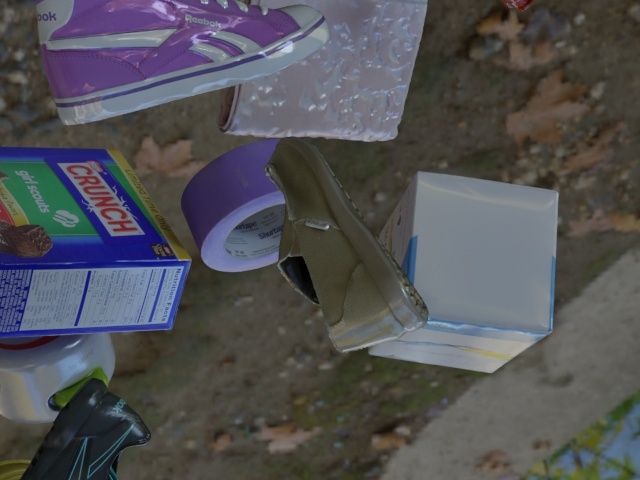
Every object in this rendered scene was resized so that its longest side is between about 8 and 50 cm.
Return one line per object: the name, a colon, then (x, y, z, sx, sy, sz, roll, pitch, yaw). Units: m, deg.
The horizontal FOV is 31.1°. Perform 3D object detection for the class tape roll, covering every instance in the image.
tape roll: (-0.080, -0.043, 1.485, 0.189, 0.080, 0.189, -21, 155, -10)

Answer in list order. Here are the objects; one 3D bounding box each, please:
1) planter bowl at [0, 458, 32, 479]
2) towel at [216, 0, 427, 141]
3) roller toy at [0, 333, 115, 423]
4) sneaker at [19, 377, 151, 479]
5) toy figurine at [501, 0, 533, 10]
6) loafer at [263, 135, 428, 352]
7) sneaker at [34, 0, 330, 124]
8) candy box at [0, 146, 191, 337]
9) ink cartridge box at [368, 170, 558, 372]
planter bowl: (-0.422, 0.421, 1.663, 0.217, 0.217, 0.090, 19, 154, -31)
towel: (0.022, -0.293, 1.609, 0.332, 0.053, 0.317, -2, 113, -42)
roller toy: (-0.393, 0.142, 1.597, 0.209, 0.191, 0.146, -2, 131, 6)
sneaker: (-0.304, 0.294, 1.340, 0.106, 0.101, 0.267, 35, 95, -5)
toy figurine: (0.269, -0.434, 1.495, 0.209, 0.213, 0.148, -25, 142, 33)
loafer: (0.000, 0.000, 1.049, 0.092, 0.268, 0.102, -34, 133, 0)
sneaker: (-0.123, -0.218, 1.062, 0.282, 0.102, 0.161, -20, 106, -27)
candy box: (-0.361, -0.004, 1.447, 0.317, 0.268, 0.122, 0, 125, -36)
ink cartridge box: (0.191, 0.052, 1.589, 0.197, 0.198, 0.270, 8, 162, -5)
